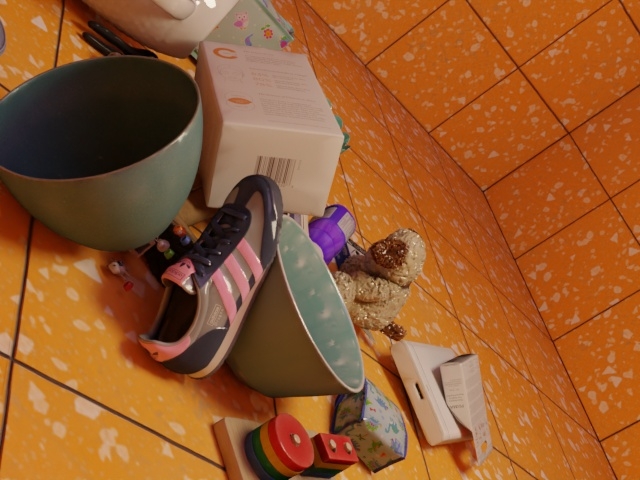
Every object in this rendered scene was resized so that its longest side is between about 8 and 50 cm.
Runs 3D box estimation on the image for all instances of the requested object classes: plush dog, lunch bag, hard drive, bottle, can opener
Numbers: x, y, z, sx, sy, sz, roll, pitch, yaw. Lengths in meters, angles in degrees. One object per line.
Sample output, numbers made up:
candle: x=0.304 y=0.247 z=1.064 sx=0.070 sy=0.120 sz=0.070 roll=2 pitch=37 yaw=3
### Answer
plush dog: x=0.144 y=0.076 z=1.853 sx=0.210 sy=0.225 sz=0.262 roll=35 pitch=19 yaw=8
lunch bag: x=-0.224 y=-0.520 z=2.053 sx=0.262 sy=0.223 sz=0.160 roll=46 pitch=16 yaw=-19
lunch bag: x=0.093 y=0.328 z=1.591 sx=0.129 sy=0.096 sz=0.151 roll=47 pitch=31 yaw=-20
hard drive: x=0.283 y=0.354 z=2.002 sx=0.353 sy=0.047 sz=0.233 roll=22 pitch=43 yaw=-63
bottle: x=0.000 y=0.000 z=1.874 sx=0.092 sy=0.118 sz=0.283 roll=53 pitch=19 yaw=-5
can opener: x=-0.391 y=-0.369 z=1.694 sx=0.186 sy=0.073 sz=0.059 roll=24 pitch=75 yaw=-50

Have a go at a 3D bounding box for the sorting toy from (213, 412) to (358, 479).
sorting toy: x=-0.013 y=0.378 z=1.274 sx=0.255 sy=0.089 sz=0.257 roll=26 pitch=34 yaw=-53

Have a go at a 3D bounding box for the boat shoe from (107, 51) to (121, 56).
boat shoe: x=-0.359 y=-0.267 z=1.567 sx=0.081 sy=0.079 sz=0.228 roll=27 pitch=28 yaw=-36

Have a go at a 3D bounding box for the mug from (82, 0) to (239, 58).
mug: x=-0.331 y=-0.517 z=1.647 sx=0.328 sy=0.276 sz=0.374 roll=42 pitch=10 yaw=-14

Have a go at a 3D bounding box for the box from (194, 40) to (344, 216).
box: x=-0.112 y=-0.212 z=1.577 sx=0.214 sy=0.168 sz=0.345 roll=4 pitch=34 yaw=-17

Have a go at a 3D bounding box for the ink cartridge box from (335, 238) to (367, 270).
ink cartridge box: x=0.113 y=0.076 z=2.119 sx=0.207 sy=0.046 sz=0.097 roll=37 pitch=27 yaw=-41

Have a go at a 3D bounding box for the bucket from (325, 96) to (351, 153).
bucket: x=-0.080 y=-0.268 z=2.033 sx=0.281 sy=0.183 sz=0.281 roll=46 pitch=21 yaw=-23

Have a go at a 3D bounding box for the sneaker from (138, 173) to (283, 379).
sneaker: x=-0.154 y=0.037 z=1.236 sx=0.131 sy=0.112 sz=0.319 roll=32 pitch=73 yaw=-50

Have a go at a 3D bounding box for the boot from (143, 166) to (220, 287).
boot: x=-0.224 y=-0.033 z=1.465 sx=0.236 sy=0.089 sz=0.269 roll=54 pitch=18 yaw=-2

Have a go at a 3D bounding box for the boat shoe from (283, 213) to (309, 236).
boat shoe: x=-0.108 y=-0.074 z=1.671 sx=0.158 sy=0.127 sz=0.341 roll=22 pitch=51 yaw=-51

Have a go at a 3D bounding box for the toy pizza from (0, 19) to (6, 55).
toy pizza: x=-0.560 y=-0.345 z=1.282 sx=0.201 sy=0.032 sz=0.201 roll=44 pitch=22 yaw=-23

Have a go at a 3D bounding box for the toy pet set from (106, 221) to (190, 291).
toy pet set: x=-0.269 y=-0.005 z=1.275 sx=0.065 sy=0.122 sz=0.114 roll=51 pitch=-1 yaw=-30

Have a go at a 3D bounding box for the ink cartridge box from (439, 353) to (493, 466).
ink cartridge box: x=0.339 y=0.386 z=1.983 sx=0.189 sy=0.066 sz=0.233 roll=2 pitch=82 yaw=-69

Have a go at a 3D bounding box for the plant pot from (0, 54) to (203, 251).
plant pot: x=-0.296 y=-0.100 z=1.202 sx=0.290 sy=0.290 sz=0.195 roll=-103 pitch=-175 yaw=-47

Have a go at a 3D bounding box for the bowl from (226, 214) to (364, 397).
bowl: x=-0.067 y=0.130 z=1.395 sx=0.312 sy=0.163 sz=0.311 roll=61 pitch=12 yaw=-23
